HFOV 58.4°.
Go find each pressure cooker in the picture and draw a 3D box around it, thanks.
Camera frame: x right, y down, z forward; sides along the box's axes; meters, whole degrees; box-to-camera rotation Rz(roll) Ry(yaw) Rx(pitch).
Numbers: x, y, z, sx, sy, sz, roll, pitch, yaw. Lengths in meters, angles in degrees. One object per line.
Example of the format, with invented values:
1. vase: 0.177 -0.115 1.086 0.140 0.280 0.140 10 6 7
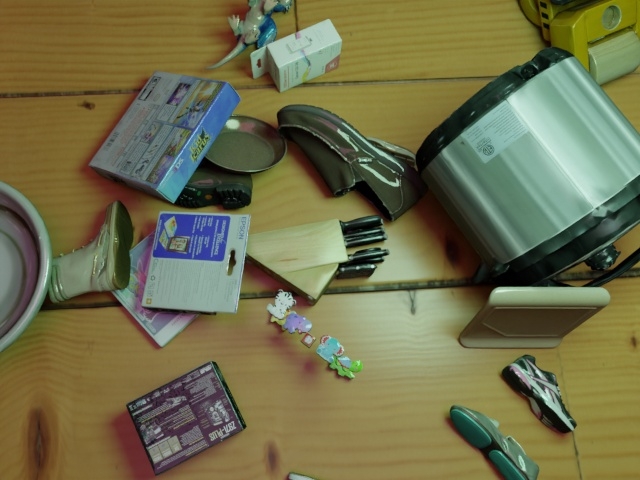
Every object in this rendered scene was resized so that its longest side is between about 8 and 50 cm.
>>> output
1. pressure cooker: 0.432 -0.099 1.104 0.376 0.370 0.420 -32 81 -27

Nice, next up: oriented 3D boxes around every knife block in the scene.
1. knife block: 0.000 0.000 1.211 0.276 0.088 0.242 33 75 7

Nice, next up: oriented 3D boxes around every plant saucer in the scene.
1. plant saucer: -0.720 0.068 1.145 0.401 0.100 0.400 0 75 1
2. plant saucer: -0.174 -0.204 1.252 0.199 0.036 0.198 8 46 -9

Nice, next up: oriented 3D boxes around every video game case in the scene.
1. video game case: -0.331 -0.229 1.215 0.244 0.061 0.269 19 72 36
2. video game case: -0.329 0.089 1.204 0.183 0.023 0.201 -43 80 -13

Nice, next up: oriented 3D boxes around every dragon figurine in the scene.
1. dragon figurine: -0.152 -0.497 1.340 0.085 0.144 0.289 31 95 4

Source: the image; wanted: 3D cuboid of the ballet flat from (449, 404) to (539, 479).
1. ballet flat: 0.345 0.398 1.138 0.213 0.072 0.068 47 50 9

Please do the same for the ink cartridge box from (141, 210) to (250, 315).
1. ink cartridge box: -0.245 0.045 1.159 0.208 0.045 0.206 3 74 15

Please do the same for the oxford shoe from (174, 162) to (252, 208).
1. oxford shoe: -0.259 -0.126 1.247 0.227 0.082 0.096 4 56 -2

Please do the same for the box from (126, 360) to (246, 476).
1. box: -0.257 0.340 1.110 0.180 0.077 0.147 -27 77 -9

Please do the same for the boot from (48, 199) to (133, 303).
1. boot: -0.478 0.021 1.186 0.165 0.077 0.213 -14 57 8

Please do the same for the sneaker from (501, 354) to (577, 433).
1. sneaker: 0.459 0.306 1.160 0.077 0.072 0.178 -37 85 -22

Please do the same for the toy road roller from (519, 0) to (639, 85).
1. toy road roller: 0.608 -0.538 1.356 0.203 0.240 0.329 -23 114 -9

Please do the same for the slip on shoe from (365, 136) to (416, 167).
1. slip on shoe: 0.156 -0.202 1.299 0.135 0.051 0.041 19 35 11

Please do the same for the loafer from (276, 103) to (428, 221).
1. loafer: 0.052 -0.163 1.228 0.366 0.134 0.130 31 80 2

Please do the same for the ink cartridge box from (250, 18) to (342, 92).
1. ink cartridge box: -0.056 -0.411 1.306 0.198 0.115 0.067 -26 78 -8

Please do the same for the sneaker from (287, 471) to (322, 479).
1. sneaker: -0.012 0.493 1.098 0.119 0.042 0.067 13 70 9

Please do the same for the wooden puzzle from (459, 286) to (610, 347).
1. wooden puzzle: 0.405 0.148 1.119 0.221 0.238 0.044 0 58 -3

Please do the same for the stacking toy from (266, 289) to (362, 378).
1. stacking toy: -0.010 0.187 1.118 0.221 0.167 0.052 37 76 8
